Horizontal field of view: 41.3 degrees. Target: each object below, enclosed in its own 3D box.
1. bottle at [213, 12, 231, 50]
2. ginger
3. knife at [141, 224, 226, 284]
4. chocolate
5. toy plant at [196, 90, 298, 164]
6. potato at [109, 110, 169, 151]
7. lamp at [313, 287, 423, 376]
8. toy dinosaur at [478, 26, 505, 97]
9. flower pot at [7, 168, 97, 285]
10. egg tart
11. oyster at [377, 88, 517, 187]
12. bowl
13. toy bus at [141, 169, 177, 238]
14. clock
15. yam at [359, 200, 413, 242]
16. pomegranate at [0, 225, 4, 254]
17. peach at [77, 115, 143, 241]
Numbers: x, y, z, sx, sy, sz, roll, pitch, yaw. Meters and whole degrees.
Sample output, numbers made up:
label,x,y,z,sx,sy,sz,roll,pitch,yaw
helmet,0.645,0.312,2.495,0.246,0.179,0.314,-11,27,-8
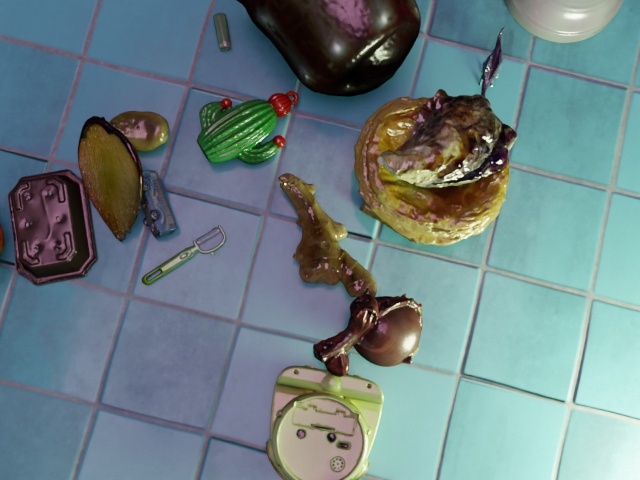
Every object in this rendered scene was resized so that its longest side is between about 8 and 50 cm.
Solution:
label,x,y,z,sx,sy,sz,roll,pitch,yaw
bottle,-0.226,-0.482,1.961,0.030,0.030,0.083,-11,82,-3
ginger,0.000,0.000,1.865,0.148,0.081,0.333,-23,78,-6
knife,-0.299,0.043,1.884,0.212,0.015,0.054,-32,91,-7
chocolate,0.034,-0.478,1.808,0.384,0.383,0.331,-23,84,-5
toy plant,-0.158,-0.247,1.901,0.240,0.088,0.154,-8,93,-14
potato,-0.406,-0.244,1.898,0.138,0.070,0.091,4,82,-2
lamp,0.110,0.194,1.792,0.223,0.151,0.215,27,103,-24
toy dinosaur,0.390,-0.391,1.937,0.045,0.080,0.197,18,81,4
flower pot,-0.595,-0.036,1.854,0.179,0.084,0.250,-10,81,-3
egg tart,0.236,-0.150,1.861,0.352,0.150,0.352,1,80,-7
oyster,0.274,-0.208,1.760,0.275,0.100,0.271,19,60,-1
bowl,0.573,-0.613,1.946,0.287,0.144,0.287,0,81,-2
toy bus,-0.369,-0.082,1.881,0.061,0.051,0.153,-15,80,-34
clock,0.000,0.426,1.790,0.235,0.096,0.308,10,82,0
yam,0.154,-0.044,1.901,0.145,0.032,0.032,32,82,3
pomegranate,-0.773,0.013,1.785,0.210,0.210,0.235,-14,117,-4
peach,-0.439,-0.137,1.851,0.189,0.068,0.279,12,115,37
